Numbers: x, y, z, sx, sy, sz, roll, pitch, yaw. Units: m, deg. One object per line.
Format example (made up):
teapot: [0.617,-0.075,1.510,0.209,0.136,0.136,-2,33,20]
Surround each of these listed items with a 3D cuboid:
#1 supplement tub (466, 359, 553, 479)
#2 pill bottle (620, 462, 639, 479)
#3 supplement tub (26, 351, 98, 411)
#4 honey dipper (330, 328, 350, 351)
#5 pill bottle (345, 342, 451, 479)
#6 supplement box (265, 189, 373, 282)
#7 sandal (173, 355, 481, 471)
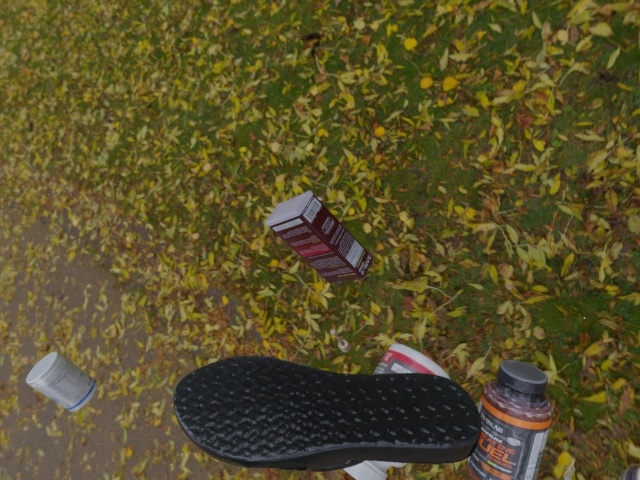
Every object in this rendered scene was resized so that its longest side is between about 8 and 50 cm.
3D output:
supplement tub: [0.303,0.296,0.650,0.106,0.106,0.197,14,103,34]
pill bottle: [0.512,0.384,0.631,0.067,0.120,0.067,-9,54,12]
supplement tub: [-0.496,0.274,0.787,0.071,0.107,0.071,-25,31,16]
honey dipper: [0.051,0.272,1.114,0.031,0.160,0.030,-8,59,14]
pill bottle: [0.171,0.432,1.004,0.176,0.176,0.318,25,68,34]
supplement box: [0.000,0.000,0.974,0.130,0.239,0.073,-14,38,48]
sandal: [0.004,0.274,0.599,0.446,0.167,0.106,5,120,1]
